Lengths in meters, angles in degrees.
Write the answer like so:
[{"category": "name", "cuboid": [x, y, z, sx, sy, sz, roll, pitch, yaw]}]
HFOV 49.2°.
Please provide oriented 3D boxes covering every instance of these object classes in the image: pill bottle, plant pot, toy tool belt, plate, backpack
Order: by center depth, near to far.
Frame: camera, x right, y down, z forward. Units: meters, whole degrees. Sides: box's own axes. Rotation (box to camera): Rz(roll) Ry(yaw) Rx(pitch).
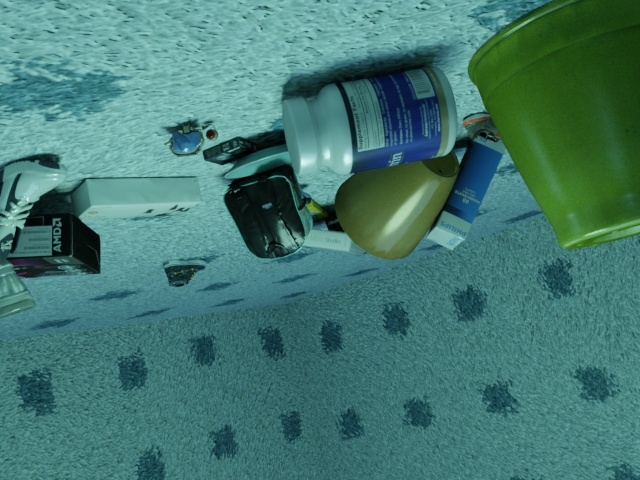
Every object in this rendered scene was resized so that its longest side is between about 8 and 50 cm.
[{"category": "pill bottle", "cuboid": [0.078, -0.193, 1.155, 0.264, 0.153, 0.153, -11, 170, -8]}, {"category": "plant pot", "cuboid": [0.475, -0.181, 1.174, 0.366, 0.353, 0.366, -14, 170, -2]}, {"category": "toy tool belt", "cuboid": [-0.217, -0.170, 1.174, 0.083, 0.052, 0.051, -16, 178, 8]}, {"category": "plate", "cuboid": [-0.103, -0.162, 1.382, 0.188, 0.024, 0.188, -18, -179, 0]}, {"category": "backpack", "cuboid": [-0.105, -0.060, 1.528, 0.165, 0.189, 0.144, -17, -165, 14]}, {"category": "plant pot", "cuboid": [0.194, -0.118, 1.598, 0.237, 0.237, 0.254, -7, 154, -34]}]

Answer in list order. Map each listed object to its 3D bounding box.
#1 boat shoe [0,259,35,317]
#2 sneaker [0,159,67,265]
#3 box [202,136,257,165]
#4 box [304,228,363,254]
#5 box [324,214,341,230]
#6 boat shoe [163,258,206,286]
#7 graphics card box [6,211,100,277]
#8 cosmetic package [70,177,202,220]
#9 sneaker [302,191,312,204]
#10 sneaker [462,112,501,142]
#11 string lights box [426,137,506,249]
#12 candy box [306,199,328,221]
[{"category": "boat shoe", "cuboid": [-0.640, 0.099, 1.334, 0.118, 0.103, 0.320, -20, -173, -38]}, {"category": "sneaker", "cuboid": [-0.526, -0.039, 1.191, 0.234, 0.153, 0.094, -15, 172, 9]}, {"category": "box", "cuboid": [-0.172, -0.169, 1.330, 0.083, 0.018, 0.067, -18, 170, 22]}, {"category": "box", "cuboid": [0.000, 0.000, 2.083, 0.232, 0.059, 0.322, 7, 177, 11]}, {"category": "box", "cuboid": [0.117, -0.069, 2.121, 0.184, 0.045, 0.190, -21, 174, 8]}, {"category": "boat shoe", "cuboid": [-0.443, 0.110, 2.308, 0.065, 0.083, 0.183, -20, 168, 33]}, {"category": "graphics card box", "cuboid": [-0.645, 0.020, 1.377, 0.370, 0.094, 0.233, -4, 169, -5]}, {"category": "cosmetic package", "cuboid": [-0.370, -0.084, 1.415, 0.239, 0.061, 0.099, -5, 166, -39]}, {"category": "sneaker", "cuboid": [-0.111, -0.078, 1.735, 0.188, 0.078, 0.067, -15, 170, 2]}, {"category": "sneaker", "cuboid": [0.385, -0.244, 1.525, 0.157, 0.065, 0.061, -10, 169, -16]}, {"category": "string lights box", "cuboid": [0.346, -0.116, 1.653, 0.076, 0.260, 0.133, 26, 169, 3]}, {"category": "candy box", "cuboid": [-0.047, -0.075, 1.985, 0.105, 0.027, 0.206, -19, 170, 10]}]
